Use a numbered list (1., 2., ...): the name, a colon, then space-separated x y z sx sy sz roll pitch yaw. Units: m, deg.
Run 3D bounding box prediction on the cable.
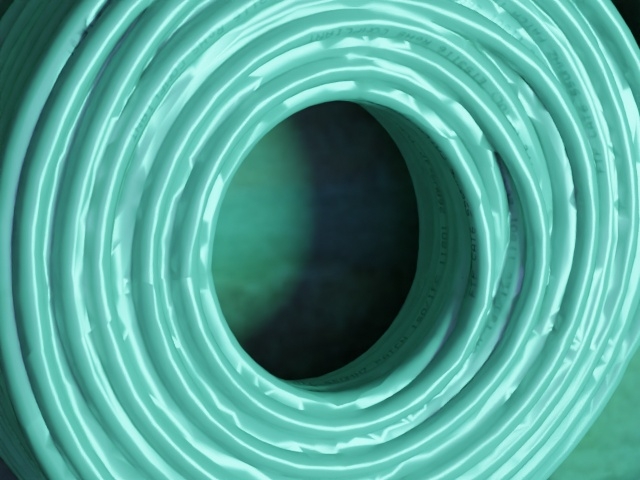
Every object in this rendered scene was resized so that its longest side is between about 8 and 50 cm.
1. cable: 0.000 0.000 0.554 0.257 0.089 0.257 8 96 -27
